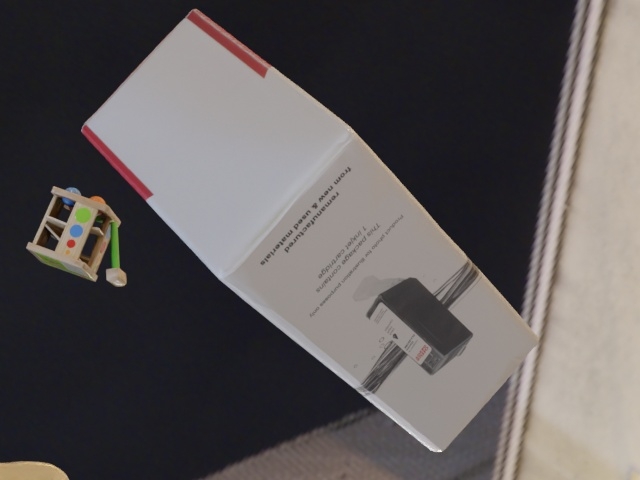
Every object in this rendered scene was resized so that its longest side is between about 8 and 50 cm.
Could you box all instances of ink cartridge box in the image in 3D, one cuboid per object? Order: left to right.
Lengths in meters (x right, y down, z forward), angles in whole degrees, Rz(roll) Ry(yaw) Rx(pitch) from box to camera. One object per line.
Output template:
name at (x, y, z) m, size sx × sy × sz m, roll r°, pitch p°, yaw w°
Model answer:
ink cartridge box at (0.000, 0.000, 0.815) m, size 0.114 × 0.197 × 0.273 m, roll -47°, pitch -44°, yaw -1°

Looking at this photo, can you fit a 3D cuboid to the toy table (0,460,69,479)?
toy table at (-0.338, 0.235, 1.020) m, size 0.252 × 0.161 × 0.274 m, roll -37°, pitch 10°, yaw 48°

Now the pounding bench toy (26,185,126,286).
pounding bench toy at (-0.194, -0.003, 1.043) m, size 0.052 × 0.083 × 0.065 m, roll 79°, pitch -149°, yaw -75°
